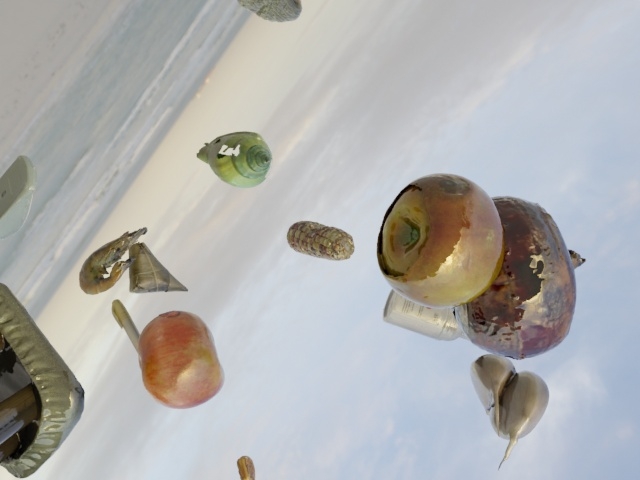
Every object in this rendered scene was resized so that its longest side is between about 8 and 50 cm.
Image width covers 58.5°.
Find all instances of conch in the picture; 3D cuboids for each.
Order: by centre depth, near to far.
[{"bbox_3d":[-0.128,-0.133,0.906,0.095,0.079,0.201,-35,-142,-12],"label":"conch"}]

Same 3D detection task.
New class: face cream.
[{"bbox_3d":[0.417,0.284,2.039,0.145,0.369,0.145,-159,-90,-87],"label":"face cream"}]

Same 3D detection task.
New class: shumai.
[{"bbox_3d":[-0.129,-0.674,1.506,0.201,0.201,0.120,-7,-119,66],"label":"shumai"}]

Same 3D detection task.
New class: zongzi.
[{"bbox_3d":[-0.497,0.082,1.751,0.078,0.176,0.160,-17,-103,63],"label":"zongzi"}]

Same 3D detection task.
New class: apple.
[{"bbox_3d":[0.205,0.003,0.997,0.237,0.207,0.237,-1,-91,48],"label":"apple"},{"bbox_3d":[-0.296,0.249,1.194,0.164,0.209,0.209,-18,-168,-14],"label":"apple"}]

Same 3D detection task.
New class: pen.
[{"bbox_3d":[-0.502,0.255,1.528,0.040,0.233,0.032,-18,154,-42],"label":"pen"}]

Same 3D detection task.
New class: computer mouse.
[{"bbox_3d":[-0.739,-0.097,1.381,0.231,0.079,0.128,-40,-120,22],"label":"computer mouse"}]

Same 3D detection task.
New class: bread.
[{"bbox_3d":[-0.273,0.856,2.126,0.044,0.083,0.111,-26,-120,9],"label":"bread"}]

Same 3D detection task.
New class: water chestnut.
[{"bbox_3d":[0.406,0.064,1.192,0.302,0.350,0.350,-12,-158,-2],"label":"water chestnut"}]

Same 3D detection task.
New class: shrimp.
[{"bbox_3d":[-0.579,0.061,1.584,0.254,0.059,0.145,-29,-126,14],"label":"shrimp"}]

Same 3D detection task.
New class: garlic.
[{"bbox_3d":[0.552,0.481,1.757,0.246,0.231,0.340,-54,172,19],"label":"garlic"}]

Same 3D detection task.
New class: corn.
[{"bbox_3d":[0.000,0.000,1.507,0.098,0.098,0.290,-58,-155,-11],"label":"corn"}]

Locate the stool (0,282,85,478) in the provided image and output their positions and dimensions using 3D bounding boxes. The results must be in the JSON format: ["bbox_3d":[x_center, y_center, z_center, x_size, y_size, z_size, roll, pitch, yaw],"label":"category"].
[{"bbox_3d":[-0.608,0.275,0.967,0.310,0.310,0.226,-48,169,27],"label":"stool"}]
